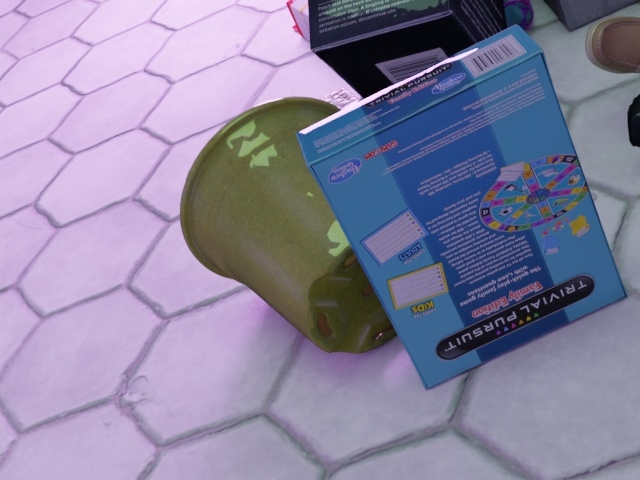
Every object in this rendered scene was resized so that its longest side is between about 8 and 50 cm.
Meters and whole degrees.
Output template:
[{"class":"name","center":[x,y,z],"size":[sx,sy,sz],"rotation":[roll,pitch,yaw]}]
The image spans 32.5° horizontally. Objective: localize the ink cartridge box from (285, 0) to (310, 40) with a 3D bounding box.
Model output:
[{"class":"ink cartridge box","center":[0.027,-0.434,2.055],"size":[0.134,0.078,0.231],"rotation":[-34,33,-9]}]

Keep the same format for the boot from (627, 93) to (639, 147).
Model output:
[{"class":"boot","center":[0.463,-0.117,1.299],"size":[0.207,0.094,0.246],"rotation":[5,39,35]}]

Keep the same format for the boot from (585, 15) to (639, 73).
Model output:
[{"class":"boot","center":[0.462,-0.244,1.386],"size":[0.213,0.077,0.165],"rotation":[3,7,-24]}]

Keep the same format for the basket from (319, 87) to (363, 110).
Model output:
[{"class":"basket","center":[0.001,-0.143,1.656],"size":[0.167,0.113,0.103],"rotation":[-29,31,-1]}]

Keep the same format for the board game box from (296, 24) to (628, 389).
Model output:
[{"class":"board game box","center":[0.159,-0.025,1.180],"size":[0.254,0.336,0.079],"rotation":[-25,34,4]}]

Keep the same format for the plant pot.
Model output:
[{"class":"plant pot","center":[0.000,0.000,1.364],"size":[0.276,0.276,0.254],"rotation":[-34,45,-8]}]

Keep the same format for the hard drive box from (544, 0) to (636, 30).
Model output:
[{"class":"hard drive box","center":[0.466,-0.451,1.753],"size":[0.232,0.089,0.181],"rotation":[-24,34,6]}]

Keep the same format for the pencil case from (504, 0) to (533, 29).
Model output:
[{"class":"pencil case","center":[0.319,-0.405,1.818],"size":[0.070,0.064,0.151],"rotation":[-45,23,34]}]

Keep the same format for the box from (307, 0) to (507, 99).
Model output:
[{"class":"box","center":[0.128,-0.417,1.620],"size":[0.212,0.293,0.395],"rotation":[-11,69,24]}]
